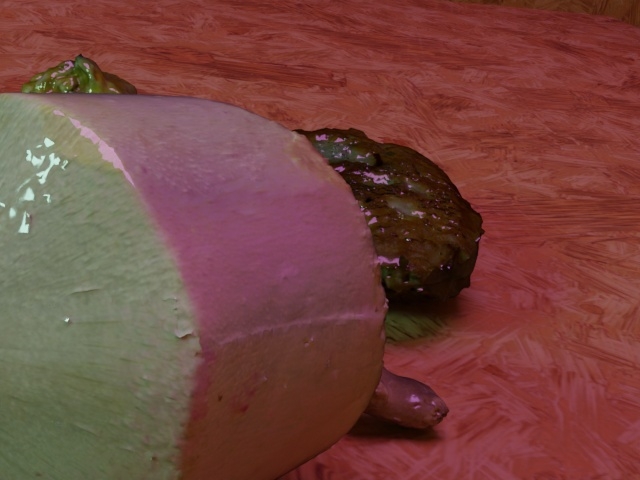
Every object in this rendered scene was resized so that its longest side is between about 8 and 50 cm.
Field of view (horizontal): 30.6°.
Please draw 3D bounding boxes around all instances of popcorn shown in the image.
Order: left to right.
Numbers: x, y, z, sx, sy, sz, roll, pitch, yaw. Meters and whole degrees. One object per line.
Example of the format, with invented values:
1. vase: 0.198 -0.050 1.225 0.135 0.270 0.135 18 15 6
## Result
1. popcorn: -0.290 -0.151 1.476 0.173 0.142 0.173 14 -4 1

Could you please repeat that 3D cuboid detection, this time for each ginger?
1. ginger: -0.011 0.087 1.000 0.259 0.065 0.149 26 -5 1

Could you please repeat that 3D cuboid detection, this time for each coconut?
1. coconut: -0.139 0.051 0.762 0.297 0.297 0.309 23 19 34

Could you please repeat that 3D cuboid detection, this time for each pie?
1. pie: 0.028 -0.029 1.249 0.288 0.103 0.354 7 27 -5
